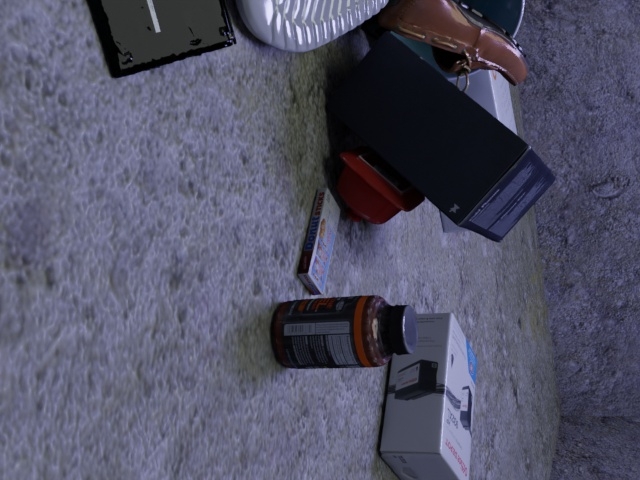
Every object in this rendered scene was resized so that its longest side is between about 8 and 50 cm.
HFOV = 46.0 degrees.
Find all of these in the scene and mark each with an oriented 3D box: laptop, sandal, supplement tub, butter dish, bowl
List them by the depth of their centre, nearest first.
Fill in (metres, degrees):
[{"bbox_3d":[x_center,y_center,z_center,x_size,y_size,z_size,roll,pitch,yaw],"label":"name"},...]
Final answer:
[{"bbox_3d":[-0.197,-0.336,0.903,0.264,0.137,0.234,-29,113,-36],"label":"laptop"},{"bbox_3d":[0.038,0.133,1.098,0.106,0.198,0.106,-5,90,-67],"label":"supplement tub"},{"bbox_3d":[-0.016,-0.401,1.218,0.416,0.102,0.169,-28,125,-50],"label":"sandal"},{"bbox_3d":[0.090,-0.084,1.374,0.160,0.118,0.160,42,23,8],"label":"butter dish"},{"bbox_3d":[0.262,-0.517,1.609,0.163,0.312,0.311,-91,162,-54],"label":"bowl"}]

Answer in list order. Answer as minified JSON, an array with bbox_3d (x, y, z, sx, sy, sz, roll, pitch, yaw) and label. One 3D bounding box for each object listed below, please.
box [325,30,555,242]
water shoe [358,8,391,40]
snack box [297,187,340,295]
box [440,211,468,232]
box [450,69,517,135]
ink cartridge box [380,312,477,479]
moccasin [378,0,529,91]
[{"bbox_3d":[0.235,-0.181,1.410,0.343,0.179,0.312,45,14,21],"label":"box"},{"bbox_3d":[0.126,-0.467,1.456,0.073,0.080,0.203,-46,173,-18],"label":"water shoe"},{"bbox_3d":[0.000,0.000,1.256,0.064,0.022,0.178,58,35,-46],"label":"snack box"},{"bbox_3d":[0.375,-0.086,2.028,0.101,0.087,0.101,-50,130,-58],"label":"box"},{"bbox_3d":[0.370,-0.312,1.843,0.215,0.168,0.345,-57,136,-54],"label":"box"},{"bbox_3d":[0.233,0.337,1.571,0.223,0.129,0.307,57,36,-47],"label":"ink cartridge box"},{"bbox_3d":[0.268,-0.384,1.476,0.380,0.147,0.139,14,27,-43],"label":"moccasin"}]
